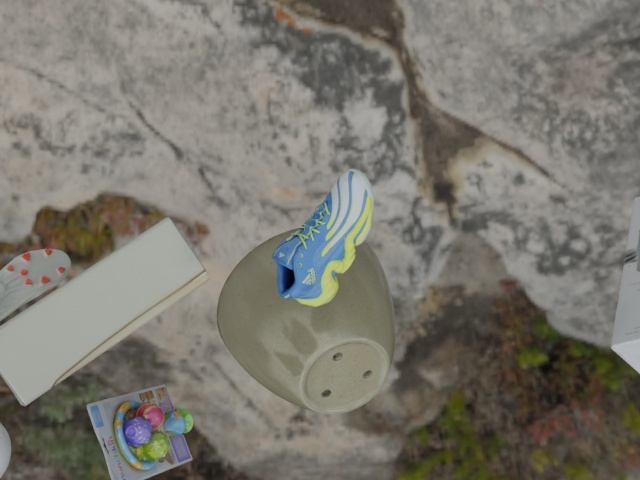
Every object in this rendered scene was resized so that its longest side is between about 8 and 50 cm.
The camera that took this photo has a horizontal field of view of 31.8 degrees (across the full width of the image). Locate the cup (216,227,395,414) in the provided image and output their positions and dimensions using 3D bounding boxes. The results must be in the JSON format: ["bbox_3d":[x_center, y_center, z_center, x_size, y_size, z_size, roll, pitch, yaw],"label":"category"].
[{"bbox_3d":[0.004,0.175,2.019,0.331,0.237,0.331,-12,127,-16],"label":"cup"}]

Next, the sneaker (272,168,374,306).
[{"bbox_3d":[0.000,0.000,1.775,0.126,0.091,0.240,-2,116,-47],"label":"sneaker"}]

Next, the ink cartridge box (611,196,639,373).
[{"bbox_3d":[0.281,0.028,0.837,0.104,0.180,0.060,39,140,-24],"label":"ink cartridge box"}]

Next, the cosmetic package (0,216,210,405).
[{"bbox_3d":[-0.323,0.102,1.601,0.309,0.113,0.160,-36,-176,-17],"label":"cosmetic package"}]

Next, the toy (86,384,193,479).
[{"bbox_3d":[-0.267,0.300,1.780,0.056,0.136,0.237,-23,172,18],"label":"toy"}]

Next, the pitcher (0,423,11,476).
[{"bbox_3d":[-0.639,0.383,2.052,0.126,0.177,0.207,-4,143,-26],"label":"pitcher"}]

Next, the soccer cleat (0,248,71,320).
[{"bbox_3d":[-0.462,0.075,1.670,0.196,0.068,0.076,-33,170,-29],"label":"soccer cleat"}]
